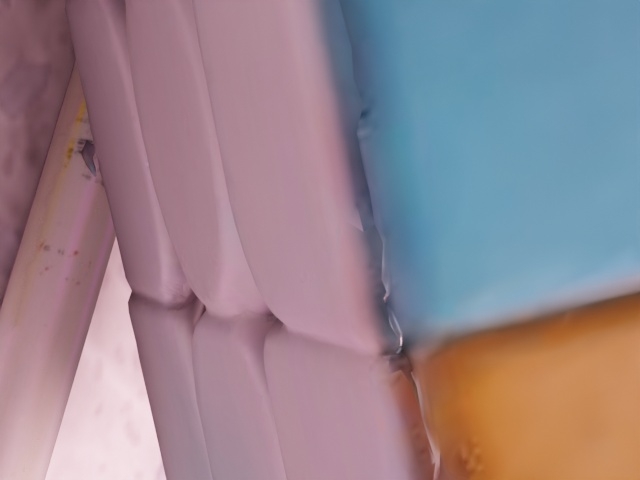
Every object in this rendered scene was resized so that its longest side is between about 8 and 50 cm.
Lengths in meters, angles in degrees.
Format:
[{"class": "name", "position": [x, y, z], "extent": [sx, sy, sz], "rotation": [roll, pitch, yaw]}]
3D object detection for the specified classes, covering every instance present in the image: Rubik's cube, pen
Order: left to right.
[{"class": "pen", "position": [-0.093, 0.046, 0.577], "extent": [0.033, 0.033, 0.269], "rotation": [37, 63, -55]}, {"class": "Rubik's cube", "position": [0.097, -0.059, 0.481], "extent": [0.292, 0.290, 0.291], "rotation": [-13, 95, -14]}]
